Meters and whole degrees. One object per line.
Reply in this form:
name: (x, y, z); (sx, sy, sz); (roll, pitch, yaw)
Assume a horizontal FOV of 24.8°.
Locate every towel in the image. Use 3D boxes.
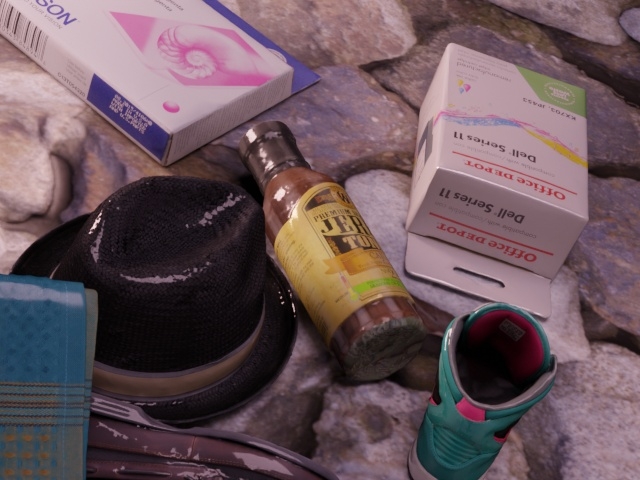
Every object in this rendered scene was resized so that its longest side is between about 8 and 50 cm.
towel: (-0.383, 0.156, 1.262); (0.370, 0.040, 0.271); (5, 84, -19)

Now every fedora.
fedora: (-0.159, 0.032, 1.526); (0.334, 0.152, 0.334); (13, 42, -12)

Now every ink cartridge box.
ink cartridge box: (-0.205, -0.268, 1.890); (0.324, 0.071, 0.330); (38, 44, 17)
ink cartridge box: (0.227, -0.083, 1.850); (0.207, 0.119, 0.353); (18, 41, -7)

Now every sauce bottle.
sauce bottle: (0.000, 0.000, 1.665); (0.111, 0.111, 0.344); (-8, 50, -31)

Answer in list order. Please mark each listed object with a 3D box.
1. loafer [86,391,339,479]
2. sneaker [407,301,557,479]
loafer: (-0.135, 0.228, 1.383); (0.302, 0.109, 0.095); (16, 59, 2)
sneaker: (0.187, 0.123, 1.568); (0.124, 0.178, 0.295); (25, 41, 2)
